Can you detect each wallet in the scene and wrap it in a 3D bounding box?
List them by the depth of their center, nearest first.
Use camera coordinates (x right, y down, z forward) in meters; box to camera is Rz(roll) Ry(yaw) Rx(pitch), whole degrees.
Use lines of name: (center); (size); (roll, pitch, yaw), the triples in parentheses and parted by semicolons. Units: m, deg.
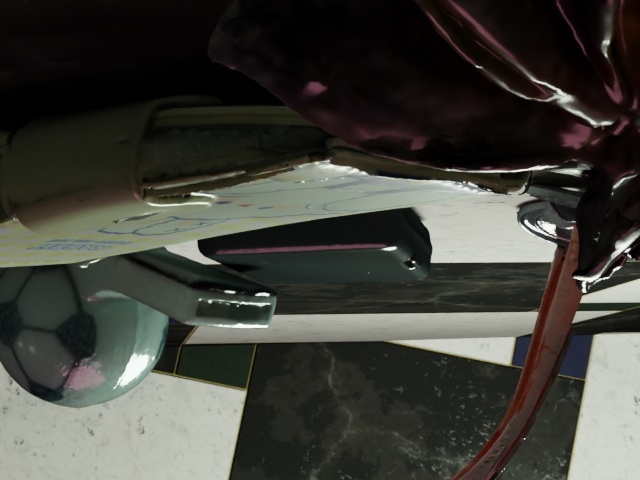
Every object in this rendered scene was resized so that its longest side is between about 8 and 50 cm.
wallet: (-0.068, -0.032, 0.778); (0.309, 0.077, 0.223); (-8, 173, 30)

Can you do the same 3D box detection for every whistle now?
whistle: (-0.178, 0.072, 1.173); (0.290, 0.163, 0.163); (19, -172, 42)

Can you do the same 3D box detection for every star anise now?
star anise: (0.094, -0.064, 0.433); (0.283, 0.129, 0.212); (16, 157, -39)

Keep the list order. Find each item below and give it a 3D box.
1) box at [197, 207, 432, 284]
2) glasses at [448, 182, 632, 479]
box: (0.000, 0.000, 1.120); (0.160, 0.050, 0.230); (-2, 172, 10)
glasses: (0.173, 0.090, 1.061); (0.118, 0.268, 0.234); (17, 176, 6)
